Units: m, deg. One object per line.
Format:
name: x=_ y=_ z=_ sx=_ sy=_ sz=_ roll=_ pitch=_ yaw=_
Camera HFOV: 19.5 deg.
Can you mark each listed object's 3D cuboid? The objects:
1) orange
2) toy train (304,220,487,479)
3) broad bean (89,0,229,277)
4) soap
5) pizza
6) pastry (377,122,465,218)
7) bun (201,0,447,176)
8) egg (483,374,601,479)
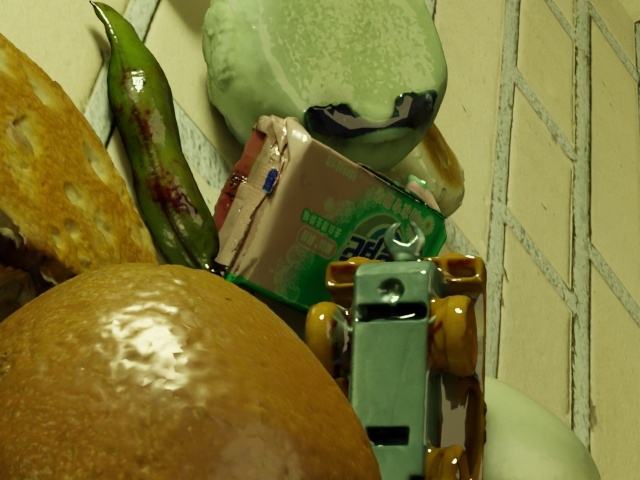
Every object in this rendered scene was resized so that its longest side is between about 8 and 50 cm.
orange: x=-0.116 y=0.182 z=1.294 sx=0.322 sy=0.322 sz=0.357 roll=46 pitch=20 yaw=-33
toy train: x=0.083 y=0.166 z=1.782 sx=0.231 sy=0.163 sz=0.369 roll=50 pitch=40 yaw=-64
broad bean: x=-0.156 y=-0.087 z=1.772 sx=0.077 sy=0.061 sz=0.339 roll=22 pitch=47 yaw=-65
soap: x=-0.002 y=-0.001 z=1.876 sx=0.098 sy=0.218 sz=0.273 roll=28 pitch=-1 yaw=40
pizza: x=-0.242 y=-0.030 z=1.484 sx=0.409 sy=0.114 sz=0.278 roll=50 pitch=26 yaw=-24
pastry: x=0.111 y=-0.093 z=2.275 sx=0.166 sy=0.088 sz=0.166 roll=48 pitch=28 yaw=-36
bun: x=-0.018 y=-0.191 z=2.018 sx=0.293 sy=0.187 sz=0.293 roll=15 pitch=63 yaw=-34
egg: x=0.187 y=0.237 z=1.985 sx=0.286 sy=0.174 sz=0.264 roll=53 pitch=22 yaw=-11
